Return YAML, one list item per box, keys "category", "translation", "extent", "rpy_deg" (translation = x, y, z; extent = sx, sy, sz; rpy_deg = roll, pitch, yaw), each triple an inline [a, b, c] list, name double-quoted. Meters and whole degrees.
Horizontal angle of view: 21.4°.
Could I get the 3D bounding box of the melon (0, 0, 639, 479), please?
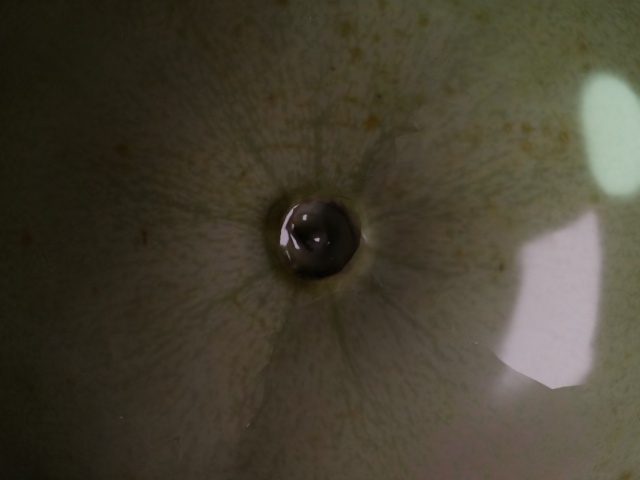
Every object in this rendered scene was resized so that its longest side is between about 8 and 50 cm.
- category: "melon"
  translation: [0.000, 0.000, 0.575]
  extent: [0.330, 0.268, 0.268]
  rpy_deg: [-79, -167, -88]
